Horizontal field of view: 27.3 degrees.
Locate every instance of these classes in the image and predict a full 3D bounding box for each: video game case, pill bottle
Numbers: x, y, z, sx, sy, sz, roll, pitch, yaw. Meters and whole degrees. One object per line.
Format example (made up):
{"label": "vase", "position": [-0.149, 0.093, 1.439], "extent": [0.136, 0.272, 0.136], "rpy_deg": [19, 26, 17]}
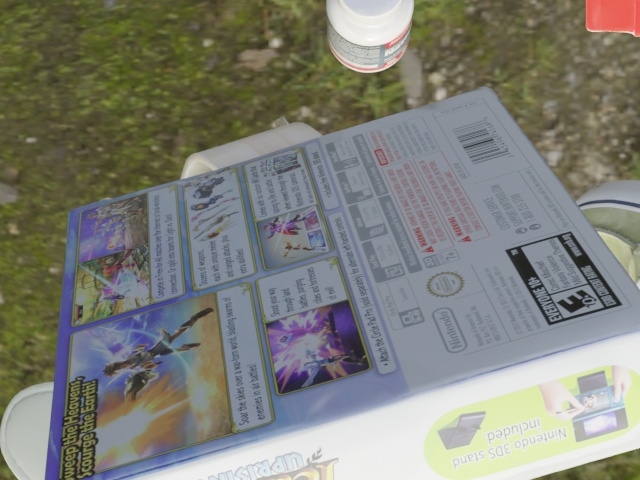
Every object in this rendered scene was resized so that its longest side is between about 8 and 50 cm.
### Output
{"label": "video game case", "position": [0.002, 0.030, 0.619], "extent": [0.244, 0.269, 0.061], "rpy_deg": [-15, 117, -1]}
{"label": "pill bottle", "position": [0.060, -0.280, 1.603], "extent": [0.107, 0.180, 0.108], "rpy_deg": [0, 81, 1]}

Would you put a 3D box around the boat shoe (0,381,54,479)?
{"label": "boat shoe", "position": [-0.157, 0.198, 1.168], "extent": [0.091, 0.305, 0.109], "rpy_deg": [22, 80, -56]}

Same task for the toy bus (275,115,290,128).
{"label": "toy bus", "position": [-0.080, -0.015, 1.586], "extent": [0.104, 0.191, 0.202], "rpy_deg": [-9, 57, -26]}

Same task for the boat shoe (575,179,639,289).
{"label": "boat shoe", "position": [0.309, 0.033, 1.081], "extent": [0.094, 0.302, 0.109], "rpy_deg": [-40, 127, -20]}

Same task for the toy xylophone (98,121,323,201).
{"label": "toy xylophone", "position": [-0.107, 0.013, 1.263], "extent": [0.236, 0.323, 0.081], "rpy_deg": [-25, 64, -24]}

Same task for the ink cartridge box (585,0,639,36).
{"label": "ink cartridge box", "position": [0.386, -0.276, 1.311], "extent": [0.078, 0.231, 0.134], "rpy_deg": [-50, 140, -58]}
